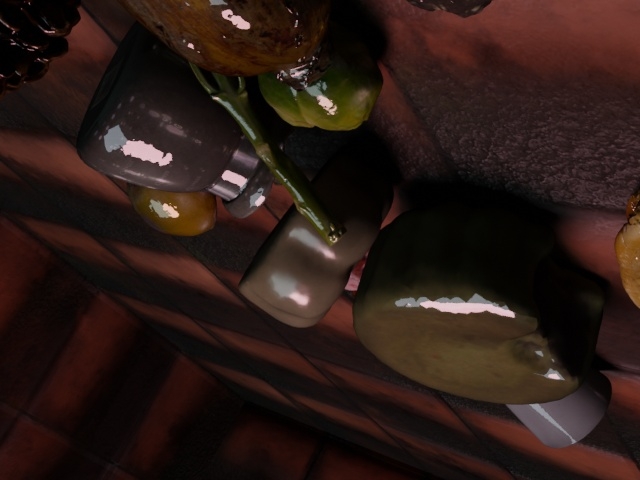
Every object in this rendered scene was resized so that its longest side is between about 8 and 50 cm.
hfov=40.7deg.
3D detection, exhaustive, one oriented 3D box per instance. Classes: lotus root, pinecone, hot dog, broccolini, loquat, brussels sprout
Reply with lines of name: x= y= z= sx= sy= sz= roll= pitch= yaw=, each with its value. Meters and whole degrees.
lotus root: x=-0.130 y=-0.296 z=0.806 sx=0.397 sy=0.179 sz=0.196 roll=43 pitch=159 yaw=-30
pinecone: x=-0.435 y=-0.303 z=1.122 sx=0.257 sy=0.243 sz=0.243 roll=20 pitch=159 yaw=40
hot dog: x=0.383 y=0.008 z=0.993 sx=0.073 sy=0.084 sz=0.242 roll=16 pitch=158 yaw=30
broccolini: x=-0.072 y=-0.163 z=1.046 sx=0.392 sy=0.079 sz=0.074 roll=53 pitch=165 yaw=-11
loquat: x=-0.270 y=-0.082 z=1.595 sx=0.195 sy=0.152 sz=0.152 roll=32 pitch=162 yaw=-33
brussels sprout: x=0.004 y=-0.188 z=0.986 sx=0.155 sy=0.117 sz=0.155 roll=13 pitch=-178 yaw=0

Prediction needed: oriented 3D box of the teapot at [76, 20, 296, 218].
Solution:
teapot: x=-0.179 y=-0.125 z=1.188 sx=0.285 sy=0.223 sz=0.305 roll=26 pitch=130 yaw=-22

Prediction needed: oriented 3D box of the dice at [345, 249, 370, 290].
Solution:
dice: x=0.048 y=0.027 z=1.485 sx=0.091 sy=0.094 sz=0.093 roll=38 pitch=157 yaw=-21

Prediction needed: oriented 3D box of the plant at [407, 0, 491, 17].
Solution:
plant: x=0.080 y=-0.274 z=0.656 sx=0.131 sy=0.142 sz=0.203 roll=24 pitch=171 yaw=44

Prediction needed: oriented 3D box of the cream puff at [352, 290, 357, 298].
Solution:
cream puff: x=0.121 y=0.106 z=1.595 sx=0.149 sy=0.084 sz=0.149 roll=27 pitch=162 yaw=9

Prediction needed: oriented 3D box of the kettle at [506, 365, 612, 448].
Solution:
kettle: x=0.351 y=0.212 z=1.495 sx=0.243 sy=0.160 sz=0.210 roll=41 pitch=-174 yaw=-11

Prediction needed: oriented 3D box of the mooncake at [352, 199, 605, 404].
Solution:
mooncake: x=0.223 y=0.093 z=1.240 sx=0.352 sy=0.187 sz=0.351 roll=13 pitch=153 yaw=7

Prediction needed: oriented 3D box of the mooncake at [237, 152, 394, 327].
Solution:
mooncake: x=0.000 y=0.000 z=1.245 sx=0.135 sy=0.275 sz=0.275 roll=34 pitch=160 yaw=-2
